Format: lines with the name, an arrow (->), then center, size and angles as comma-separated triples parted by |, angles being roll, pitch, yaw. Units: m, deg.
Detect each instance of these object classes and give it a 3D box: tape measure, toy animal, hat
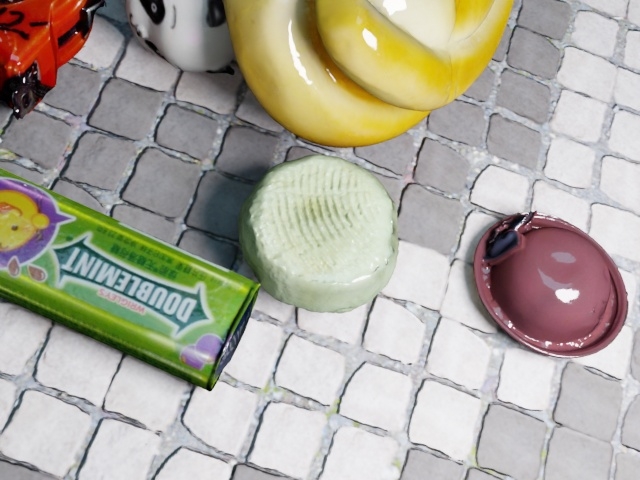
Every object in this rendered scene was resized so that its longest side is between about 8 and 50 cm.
tape measure -> -0.402, -0.304, 1.110 | 0.253, 0.114, 0.260 | 29, 59, 4
toy animal -> -0.174, -0.327, 1.121 | 0.165, 0.187, 0.235 | -14, 65, -8
hat -> 0.290, 0.046, 1.084 | 0.205, 0.089, 0.205 | 4, 63, -8

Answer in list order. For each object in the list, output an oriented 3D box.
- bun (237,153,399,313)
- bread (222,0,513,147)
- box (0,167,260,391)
bun -> 0.000, 0.000, 1.034 | 0.195, 0.118, 0.195 | 3, 59, -5
bread -> 0.072, -0.310, 1.080 | 0.329, 0.245, 0.424 | 53, 49, -6
box -> -0.245, 0.039, 0.977 | 0.345, 0.097, 0.134 | 25, 61, 2
